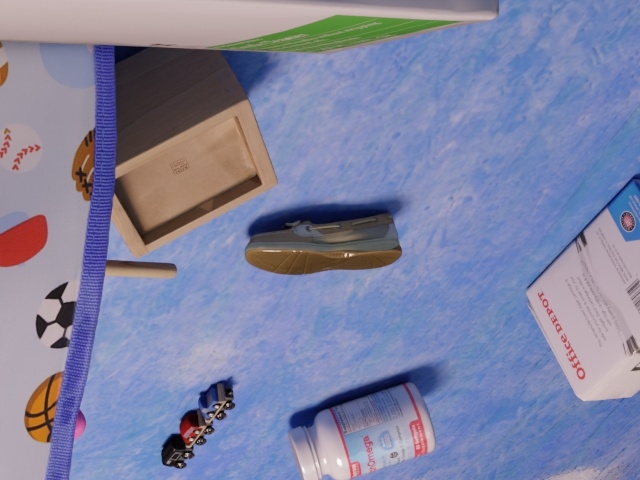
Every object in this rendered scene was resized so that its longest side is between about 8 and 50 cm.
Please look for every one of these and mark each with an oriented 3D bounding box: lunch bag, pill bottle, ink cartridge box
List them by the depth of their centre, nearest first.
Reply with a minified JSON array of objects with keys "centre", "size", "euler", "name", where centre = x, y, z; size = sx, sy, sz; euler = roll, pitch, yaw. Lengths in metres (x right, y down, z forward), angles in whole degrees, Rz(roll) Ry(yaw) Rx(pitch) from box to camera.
[{"centre":[-0.311,-0.016,0.852],"size":[0.327,0.239,0.386],"euler":[1,113,-29],"name":"lunch bag"},{"centre":[0.331,0.055,1.446],"size":[0.085,0.148,0.203],"euler":[0,143,-35],"name":"ink cartridge box"},{"centre":[0.047,0.229,1.591],"size":[0.160,0.087,0.087],"euler":[-18,148,-7],"name":"pill bottle"}]

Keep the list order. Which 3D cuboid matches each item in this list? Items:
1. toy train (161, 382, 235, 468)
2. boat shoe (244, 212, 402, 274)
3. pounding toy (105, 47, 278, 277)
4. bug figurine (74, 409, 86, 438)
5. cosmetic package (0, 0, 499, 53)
[{"centre":[-0.138,0.205,1.502],"size":[0.036,0.027,0.158],"euler":[12,136,-27],"name":"toy train"},{"centre":[0.001,-0.001,1.268],"size":[0.153,0.048,0.056],"euler":[-3,156,-17],"name":"boat shoe"},{"centre":[-0.147,-0.046,1.041],"size":[0.206,0.094,0.181],"euler":[-28,153,-5],"name":"pounding toy"},{"centre":[-0.311,0.188,1.240],"size":[0.279,0.072,0.216],"euler":[-49,154,0],"name":"bug figurine"},{"centre":[-0.105,-0.189,0.733],"size":[0.365,0.155,0.197],"euler":[-4,-177,-29],"name":"cosmetic package"}]
